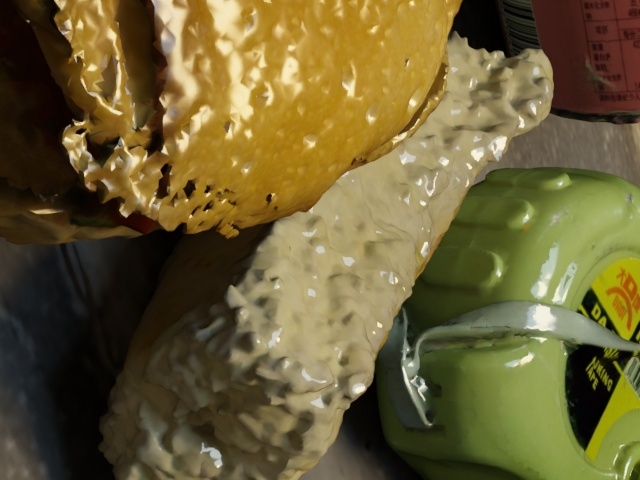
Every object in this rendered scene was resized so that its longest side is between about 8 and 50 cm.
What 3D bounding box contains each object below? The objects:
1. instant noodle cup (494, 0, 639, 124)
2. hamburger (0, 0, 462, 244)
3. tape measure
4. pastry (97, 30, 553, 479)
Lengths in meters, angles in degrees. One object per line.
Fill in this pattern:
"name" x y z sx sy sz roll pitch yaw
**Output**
"instant noodle cup" 0.159 -0.201 0.962 0.244 0.244 0.255 -39 124 -54
"hamburger" -0.062 -0.112 0.636 0.244 0.163 0.244 -1 92 -53
"tape measure" 0.098 0.055 0.893 0.200 0.106 0.175 44 61 -41
"pastry" 0.004 -0.001 0.740 0.089 0.121 0.258 49 44 -19
